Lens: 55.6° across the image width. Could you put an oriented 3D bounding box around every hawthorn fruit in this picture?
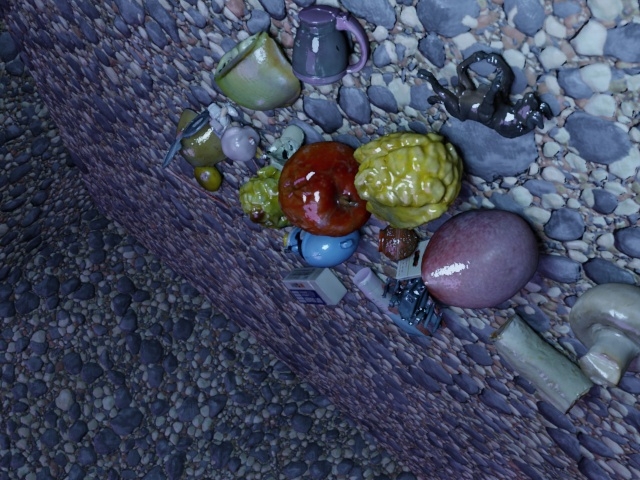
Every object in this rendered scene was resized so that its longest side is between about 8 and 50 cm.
[{"bbox_3d":[0.031,-0.107,1.428,0.241,0.242,0.272,58,169,-30],"label":"hawthorn fruit"}]

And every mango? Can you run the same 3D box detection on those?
[{"bbox_3d":[-0.396,-0.219,2.149,0.103,0.076,0.161,32,163,11],"label":"mango"}]

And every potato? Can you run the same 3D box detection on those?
[{"bbox_3d":[-0.405,-0.311,1.959,0.182,0.117,0.202,23,150,45],"label":"potato"}]

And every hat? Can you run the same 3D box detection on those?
[{"bbox_3d":[-0.080,-0.244,1.623,0.166,0.081,0.122,128,135,-52],"label":"hat"}]

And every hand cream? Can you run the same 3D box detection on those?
[{"bbox_3d":[0.229,0.208,1.906,0.312,0.070,0.111,45,156,-24],"label":"hand cream"}]

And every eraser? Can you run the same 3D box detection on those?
[{"bbox_3d":[-0.025,0.164,2.188,0.124,0.081,0.279,51,156,-16],"label":"eraser"}]

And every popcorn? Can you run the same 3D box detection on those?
[{"bbox_3d":[-0.124,-0.125,1.766,0.189,0.218,0.169,-43,48,51],"label":"popcorn"},{"bbox_3d":[0.174,-0.128,1.263,0.250,0.190,0.250,26,158,11],"label":"popcorn"}]

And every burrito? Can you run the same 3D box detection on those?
[{"bbox_3d":[0.551,0.314,1.498,0.299,0.105,0.143,42,166,0],"label":"burrito"}]

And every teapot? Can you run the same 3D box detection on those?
[{"bbox_3d":[0.010,-0.381,1.183,0.148,0.116,0.146,33,145,32],"label":"teapot"}]

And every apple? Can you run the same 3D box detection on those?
[{"bbox_3d":[-0.151,-0.373,1.451,0.193,0.120,0.265,42,162,-25],"label":"apple"}]

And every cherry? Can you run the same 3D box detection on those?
[{"bbox_3d":[0.323,0.050,1.257,0.206,0.239,0.239,46,158,-25],"label":"cherry"}]

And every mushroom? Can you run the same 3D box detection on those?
[{"bbox_3d":[0.564,0.188,1.142,0.204,0.204,0.204,35,155,19],"label":"mushroom"}]

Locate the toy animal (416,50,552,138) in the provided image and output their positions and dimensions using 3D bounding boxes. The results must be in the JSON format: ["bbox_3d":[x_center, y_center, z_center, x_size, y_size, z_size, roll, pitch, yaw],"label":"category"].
[{"bbox_3d":[0.269,-0.240,1.038,0.233,0.084,0.148,19,148,38],"label":"toy animal"}]

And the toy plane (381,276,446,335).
[{"bbox_3d":[0.260,0.147,1.675,0.223,0.104,0.326,34,155,23],"label":"toy plane"}]

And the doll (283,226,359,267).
[{"bbox_3d":[0.000,0.000,1.761,0.314,0.177,0.141,8,124,58],"label":"doll"}]

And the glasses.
[{"bbox_3d":[-0.337,-0.247,1.888,0.268,0.234,0.118,38,-158,-25],"label":"glasses"}]

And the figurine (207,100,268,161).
[{"bbox_3d":[-0.248,-0.302,1.737,0.229,0.112,0.137,49,163,12],"label":"figurine"}]

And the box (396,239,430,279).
[{"bbox_3d":[0.250,0.050,1.551,0.024,0.089,0.167,17,164,-20],"label":"box"}]

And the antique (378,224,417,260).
[{"bbox_3d":[0.197,0.004,1.545,0.104,0.104,0.104,35,155,19],"label":"antique"}]
